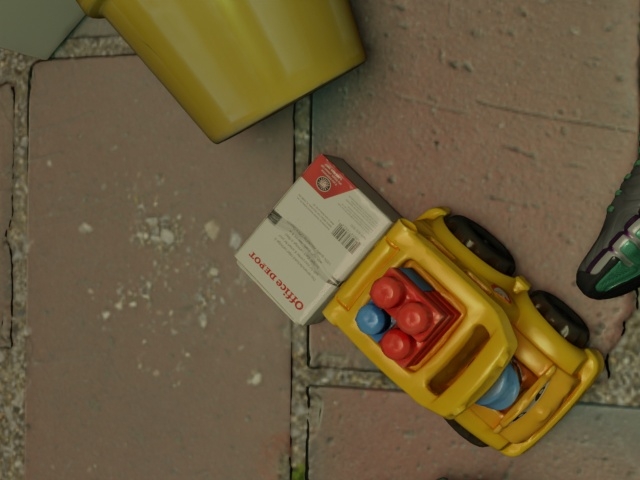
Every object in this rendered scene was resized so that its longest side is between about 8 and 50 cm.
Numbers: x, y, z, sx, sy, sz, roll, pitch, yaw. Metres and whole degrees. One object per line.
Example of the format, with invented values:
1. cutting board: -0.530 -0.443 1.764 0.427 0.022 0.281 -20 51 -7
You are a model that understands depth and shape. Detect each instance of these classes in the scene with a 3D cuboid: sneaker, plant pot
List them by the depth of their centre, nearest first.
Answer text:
1. sneaker: 0.291 -0.050 1.019 0.224 0.083 0.098 -46 51 13
2. plant pot: -0.083 -0.229 1.080 0.254 0.254 0.239 -28 96 20

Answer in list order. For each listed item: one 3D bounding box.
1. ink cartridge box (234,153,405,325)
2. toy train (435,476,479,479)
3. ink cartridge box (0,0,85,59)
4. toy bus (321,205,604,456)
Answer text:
1. ink cartridge box: 0.000 0.000 1.132 0.099 0.056 0.135 45 105 16
2. toy train: 0.040 0.320 1.046 0.334 0.190 0.142 -28 81 20
3. ink cartridge box: -0.385 -0.344 1.196 0.131 0.226 0.306 -44 76 16
4. toy bus: 0.113 0.082 1.006 0.220 0.211 0.149 43 103 15
